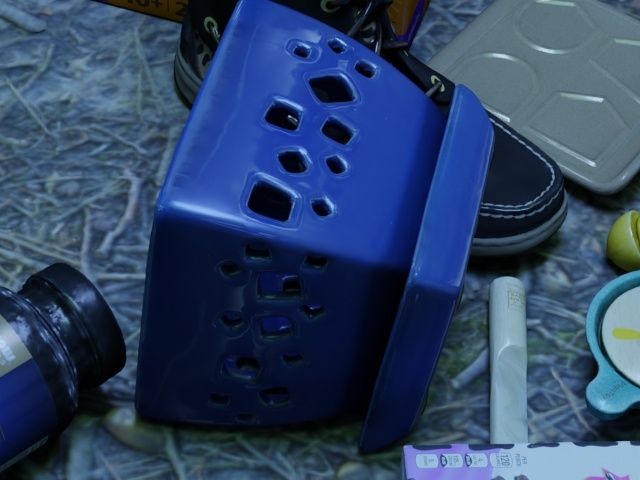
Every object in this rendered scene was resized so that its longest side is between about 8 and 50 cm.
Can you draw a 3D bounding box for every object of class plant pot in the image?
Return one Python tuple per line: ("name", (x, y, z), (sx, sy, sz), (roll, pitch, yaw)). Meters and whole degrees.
("plant pot", (0.000, 0.000, 1.256), (0.212, 0.236, 0.236), (16, 48, 2))

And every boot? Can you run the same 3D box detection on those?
("boot", (0.038, -0.168, 1.368), (0.377, 0.284, 0.138), (33, 54, 24))

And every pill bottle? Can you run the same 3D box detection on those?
("pill bottle", (-0.249, 0.107, 1.207), (0.219, 0.123, 0.123), (-33, 58, -29))

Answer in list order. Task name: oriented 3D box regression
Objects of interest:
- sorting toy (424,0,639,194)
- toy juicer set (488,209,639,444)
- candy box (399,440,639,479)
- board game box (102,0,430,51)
("sorting toy", (0.245, -0.166, 1.555), (0.229, 0.041, 0.307), (28, 51, 25))
("toy juicer set", (0.252, 0.051, 1.318), (0.329, 0.089, 0.209), (-11, 50, -13))
("candy box", (0.156, 0.221, 1.169), (0.196, 0.070, 0.165), (-1, 48, -4))
("board game box", (-0.035, -0.428, 1.554), (0.356, 0.356, 0.356), (15, 49, 9))
